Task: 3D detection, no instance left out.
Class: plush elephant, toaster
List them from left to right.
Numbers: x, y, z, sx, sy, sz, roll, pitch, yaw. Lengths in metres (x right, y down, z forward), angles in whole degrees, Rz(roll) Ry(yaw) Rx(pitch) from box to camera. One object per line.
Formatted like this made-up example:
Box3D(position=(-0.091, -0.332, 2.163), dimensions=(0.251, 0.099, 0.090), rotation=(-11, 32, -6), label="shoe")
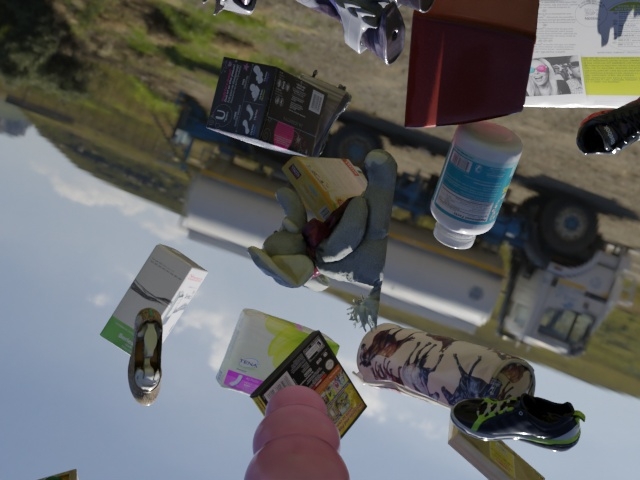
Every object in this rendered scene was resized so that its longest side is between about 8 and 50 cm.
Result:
Box3D(position=(-0.035, -0.294, 2.130), dimensions=(0.146, 0.227, 0.129), rotation=(30, -168, 1), label="toaster")
Box3D(position=(0.000, 0.000, 1.702), dimensions=(0.256, 0.329, 0.272), rotation=(7, 171, 3), label="plush elephant")

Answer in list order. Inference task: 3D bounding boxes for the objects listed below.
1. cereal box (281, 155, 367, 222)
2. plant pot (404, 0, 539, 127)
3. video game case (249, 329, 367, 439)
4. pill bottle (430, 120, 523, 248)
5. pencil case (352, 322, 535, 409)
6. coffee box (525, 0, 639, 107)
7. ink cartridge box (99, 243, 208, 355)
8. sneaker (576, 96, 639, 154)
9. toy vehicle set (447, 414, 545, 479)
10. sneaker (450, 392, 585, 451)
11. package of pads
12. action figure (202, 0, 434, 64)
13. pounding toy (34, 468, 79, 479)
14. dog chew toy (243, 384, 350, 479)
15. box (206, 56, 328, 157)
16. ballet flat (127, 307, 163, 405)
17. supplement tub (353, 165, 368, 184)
Box3D(position=(0.038, -0.101, 1.890), dimensions=(0.173, 0.047, 0.240), rotation=(54, -154, 17), label="cereal box")
Box3D(position=(0.312, -0.391, 1.797), dimensions=(0.236, 0.267, 0.267), rotation=(9, -137, 9), label="plant pot")
Box3D(position=(-0.023, 0.400, 2.195), dimensions=(0.035, 0.275, 0.248), rotation=(-21, 106, 45), label="video game case")
Box3D(position=(0.324, -0.115, 1.894), dimensions=(0.146, 0.264, 0.146), rotation=(11, -148, -7), label="pill bottle")
Box3D(position=(0.268, 0.305, 2.003), dimensions=(0.410, 0.183, 0.159), rotation=(11, 134, 44), label="pencil case")
Box3D(position=(0.638, -0.541, 2.054), dimensions=(0.338, 0.337, 0.334), rotation=(5, 142, 21), label="coffee box")
Box3D(position=(-0.424, 0.157, 2.280), dimensions=(0.115, 0.272, 0.198), rotation=(32, 178, 7), label="ink cartridge box")
Box3D(position=(0.675, -0.254, 1.921), dimensions=(0.276, 0.097, 0.135), rotation=(-21, -170, 43), label="sneaker")
Box3D(position=(0.398, 0.496, 1.983), dimensions=(0.267, 0.035, 0.166), rotation=(41, -164, 0), label="toy vehicle set")
Box3D(position=(0.343, 0.296, 1.546), dimensions=(0.235, 0.097, 0.084), rotation=(4, -142, 21), label="sneaker")
Box3D(position=(-0.116, 0.335, 2.471), dimensions=(0.297, 0.229, 0.101), rotation=(20, -178, -13), label="package of pads")
Box3D(position=(-0.013, -0.300, 0.986), dimensions=(0.285, 0.185, 0.099), rotation=(26, 158, 29), label="action figure")
Box3D(position=(-0.449, 0.442, 1.334), dimensions=(0.181, 0.094, 0.206), rotation=(-14, -167, -14), label="pounding toy")
Box3D(position=(-0.048, 0.422, 1.752), dimensions=(0.207, 0.206, 0.331), rotation=(20, -148, -16), label="dog chew toy")
Box3D(position=(-0.112, -0.286, 1.922), dimensions=(0.142, 0.163, 0.247), rotation=(15, -177, 25), label="box")
Box3D(position=(-0.356, 0.242, 1.807), dimensions=(0.073, 0.206, 0.067), rotation=(-2, -174, -17), label="ballet flat")
Box3D(position=(0.092, -0.098, 2.529), dimensions=(0.144, 0.144, 0.199), rotation=(14, -135, -63), label="supplement tub")
